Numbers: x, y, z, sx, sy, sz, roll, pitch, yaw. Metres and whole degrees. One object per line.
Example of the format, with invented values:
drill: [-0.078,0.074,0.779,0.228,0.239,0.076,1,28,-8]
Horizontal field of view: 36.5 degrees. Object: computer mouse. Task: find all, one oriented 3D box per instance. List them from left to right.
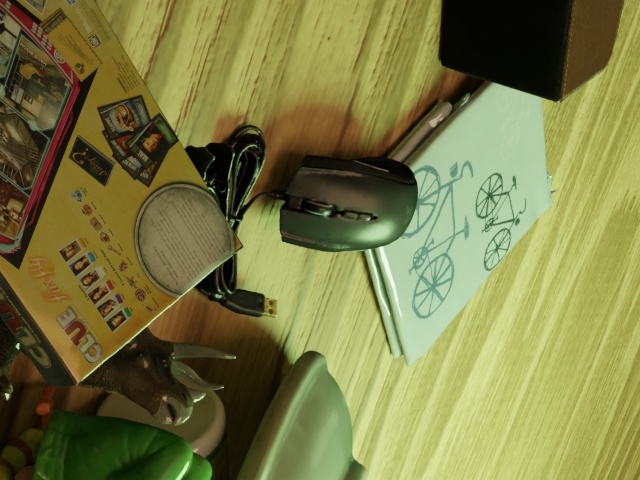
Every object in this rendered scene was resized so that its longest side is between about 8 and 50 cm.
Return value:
computer mouse: [0.000,0.000,0.951,0.262,0.060,0.184,8,107,-42]

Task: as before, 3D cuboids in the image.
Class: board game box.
board game box: [-0.174,-0.051,0.631,0.165,0.042,0.243,-41,109,-37]

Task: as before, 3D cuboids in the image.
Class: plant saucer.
plant saucer: [-0.032,0.314,0.969,0.400,0.101,0.400,18,90,-82]

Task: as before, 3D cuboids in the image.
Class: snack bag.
snack bag: [0.178,-0.051,1.200,0.342,0.037,0.323,-46,142,-22]

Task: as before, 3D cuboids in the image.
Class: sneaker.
sneaker: [-0.117,-0.009,0.805,0.051,0.089,0.170,-16,123,-46]

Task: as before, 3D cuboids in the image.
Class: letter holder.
letter holder: [0.255,-0.335,1.015,0.214,0.152,0.301,-33,135,-38]

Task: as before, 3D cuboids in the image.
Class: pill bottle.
pill bottle: [-0.142,0.238,0.909,0.118,0.118,0.208,-30,133,-38]

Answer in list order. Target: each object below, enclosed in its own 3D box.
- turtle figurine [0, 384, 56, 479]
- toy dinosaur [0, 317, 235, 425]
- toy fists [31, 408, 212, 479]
turtle figurine: [-0.286,0.244,0.742,0.269,0.087,0.217,-68,172,-61]
toy dinosaur: [-0.208,0.010,0.700,0.160,0.121,0.313,-33,103,-40]
toy fists: [-0.167,0.265,0.796,0.096,0.142,0.279,-85,-173,-64]
